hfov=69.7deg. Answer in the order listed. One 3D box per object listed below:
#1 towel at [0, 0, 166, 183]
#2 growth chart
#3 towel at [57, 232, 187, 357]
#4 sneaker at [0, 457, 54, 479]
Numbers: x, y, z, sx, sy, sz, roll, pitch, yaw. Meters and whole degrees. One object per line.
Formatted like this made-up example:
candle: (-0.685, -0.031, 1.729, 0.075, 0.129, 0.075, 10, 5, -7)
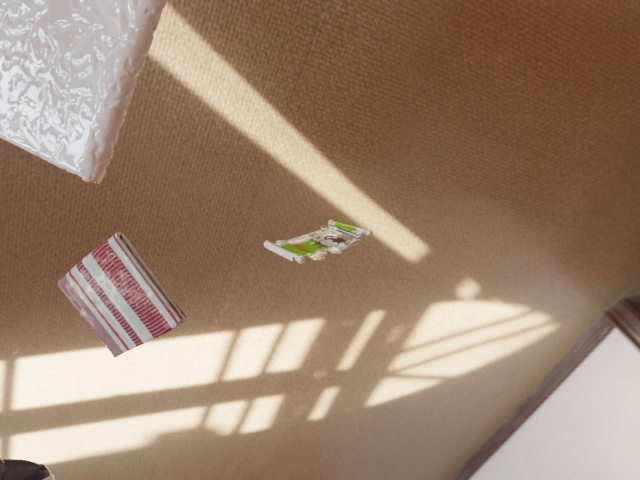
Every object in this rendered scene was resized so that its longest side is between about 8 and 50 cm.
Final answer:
towel: (-0.430, -0.302, 0.746, 0.317, 0.053, 0.331, 25, 99, 12)
growth chart: (0.000, 0.000, 0.998, 0.237, 0.172, 0.021, -19, 112, -40)
towel: (-0.457, 0.133, 1.043, 0.329, 0.037, 0.237, -27, 102, 38)
sneaker: (-0.355, 0.163, 0.377, 0.099, 0.153, 0.282, -17, 155, 30)
